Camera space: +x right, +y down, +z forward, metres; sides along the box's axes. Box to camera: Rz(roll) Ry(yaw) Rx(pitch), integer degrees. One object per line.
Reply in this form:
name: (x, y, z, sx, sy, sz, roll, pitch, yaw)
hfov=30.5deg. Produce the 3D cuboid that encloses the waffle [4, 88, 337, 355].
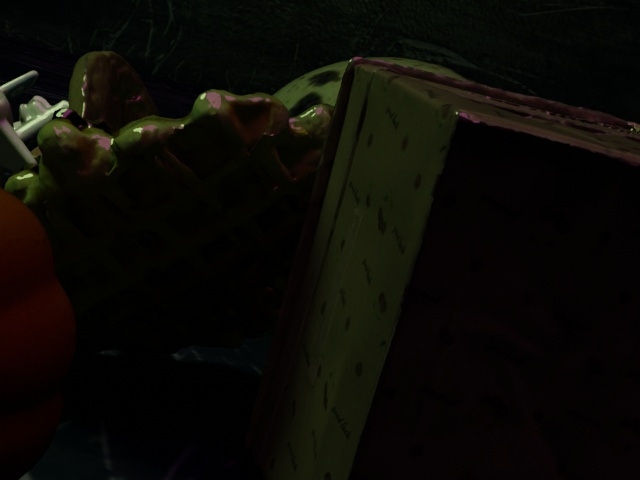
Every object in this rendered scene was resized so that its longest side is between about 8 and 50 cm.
waffle: (-0.097, 0.008, 0.868, 0.297, 0.317, 0.073, 2, 52, -25)

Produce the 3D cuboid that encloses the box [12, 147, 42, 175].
box: (-0.283, -0.082, 1.403, 0.177, 0.111, 0.111, 13, 12, -8)

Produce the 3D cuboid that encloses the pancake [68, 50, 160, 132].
pancake: (-0.199, -0.059, 1.125, 0.050, 0.242, 0.242, -10, 7, 13)

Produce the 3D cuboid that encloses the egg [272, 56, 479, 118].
egg: (0.059, -0.043, 1.175, 0.287, 0.288, 0.379, 6, 18, -35)

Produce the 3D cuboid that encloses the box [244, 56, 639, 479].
box: (0.107, 0.062, 0.748, 0.225, 0.297, 0.190, 11, 15, -18)

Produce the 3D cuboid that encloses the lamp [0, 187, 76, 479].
lamp: (-0.232, 0.049, 0.575, 0.223, 0.223, 0.196, 14, 11, -2)

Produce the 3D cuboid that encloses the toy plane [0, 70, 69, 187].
toy plane: (-0.332, -0.068, 1.061, 0.123, 0.267, 0.267, 56, 15, -1)
